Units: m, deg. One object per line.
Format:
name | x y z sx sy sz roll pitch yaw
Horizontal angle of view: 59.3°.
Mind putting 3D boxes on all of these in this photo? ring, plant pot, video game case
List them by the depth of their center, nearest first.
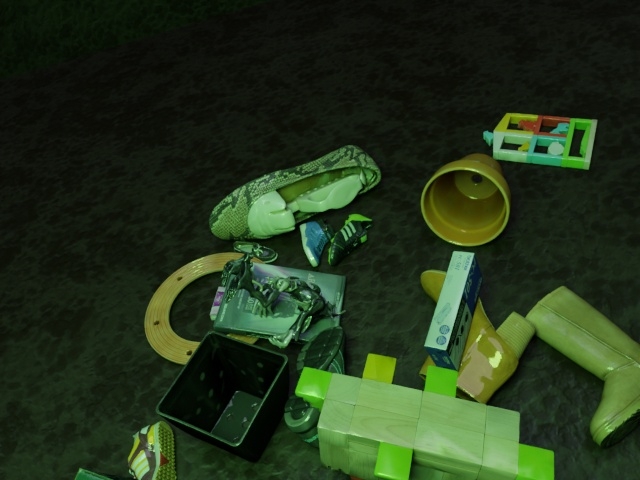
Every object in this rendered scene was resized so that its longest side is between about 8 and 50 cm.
plant pot | -0.165 0.319 1.085 0.187 0.167 0.188 12 49 25
video game case | -0.087 0.142 1.295 0.274 0.026 0.196 8 47 3
ring | -0.259 0.161 1.363 0.336 0.032 0.337 -8 44 8
plant pot | 0.370 -0.120 1.376 0.205 0.205 0.188 10 34 23

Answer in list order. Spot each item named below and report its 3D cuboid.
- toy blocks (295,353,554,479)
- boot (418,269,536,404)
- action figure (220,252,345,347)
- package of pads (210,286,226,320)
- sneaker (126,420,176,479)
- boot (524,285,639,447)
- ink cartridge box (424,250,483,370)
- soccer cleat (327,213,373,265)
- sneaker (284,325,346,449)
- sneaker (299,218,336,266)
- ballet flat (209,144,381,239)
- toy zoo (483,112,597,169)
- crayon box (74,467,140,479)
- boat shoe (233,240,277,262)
toy blocks | 0.151 0.354 0.921 0.381 0.261 0.191 9 46 13
boot | 0.263 0.192 1.151 0.211 0.104 0.295 -43 45 -17
action figure | -0.084 0.134 1.194 0.141 0.275 0.164 -58 30 5
package of pads | -0.225 0.149 1.320 0.050 0.032 0.083 1 47 9
sneaker | -0.329 0.447 1.081 0.083 0.070 0.186 -25 42 13
boot | 0.497 0.229 1.068 0.236 0.089 0.269 -26 44 -23
ink cartridge box | 0.259 0.133 1.076 0.046 0.097 0.207 6 59 32
soccer cleat | 0.075 -0.003 1.420 0.072 0.060 0.179 13 48 24
sneaker | 0.004 0.288 1.125 0.101 0.106 0.267 -20 29 32
sneaker | 0.000 -0.001 1.435 0.084 0.058 0.152 -21 37 6
ballet flat | -0.051 -0.112 1.477 0.482 0.164 0.182 -25 36 -16
toy zoo | 0.607 -0.286 1.580 0.293 0.030 0.192 11 50 24
crayon box | -0.364 0.532 0.864 0.081 0.202 0.319 13 66 13
boat shoe | -0.172 0.026 1.468 0.125 0.038 0.046 12 50 25
